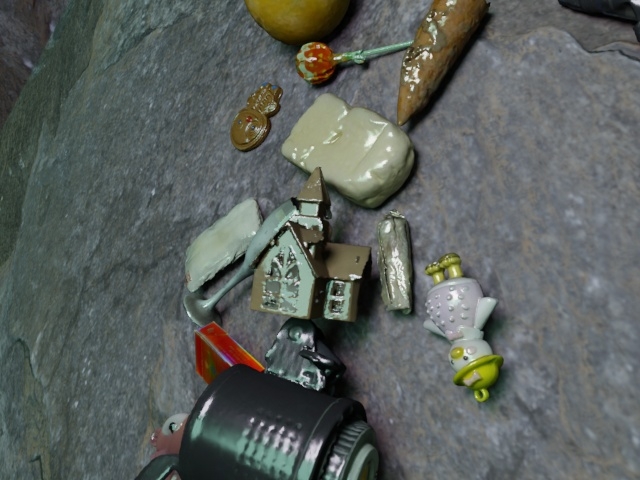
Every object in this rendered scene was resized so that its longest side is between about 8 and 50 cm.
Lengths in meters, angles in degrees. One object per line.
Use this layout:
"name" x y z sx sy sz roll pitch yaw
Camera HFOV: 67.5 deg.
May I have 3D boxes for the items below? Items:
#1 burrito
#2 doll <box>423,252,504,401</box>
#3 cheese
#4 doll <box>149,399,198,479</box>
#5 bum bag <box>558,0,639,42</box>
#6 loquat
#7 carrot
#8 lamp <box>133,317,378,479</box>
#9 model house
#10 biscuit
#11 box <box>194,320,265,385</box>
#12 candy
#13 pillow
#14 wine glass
"burrito" 0.123 0.031 0.798 0.058 0.045 0.188 -4 67 8
"doll" 0.202 0.123 0.684 0.129 0.081 0.207 -35 56 43
"cheese" 0.052 -0.169 0.893 0.263 0.093 0.159 37 99 37
"doll" -0.219 0.404 0.871 0.262 0.093 0.211 20 75 35
"bum bag" 0.467 -0.359 0.677 0.137 0.074 0.310 -52 44 24
"loquat" -0.045 -0.542 1.016 0.243 0.244 0.244 -13 66 32
"carrot" 0.199 -0.320 0.846 0.102 0.102 0.263 29 94 39
"lamp" -0.059 0.318 0.697 0.272 0.205 0.374 31 77 34
"model house" 0.000 0.000 0.795 0.176 0.181 0.248 6 88 20
"biscuit" -0.155 -0.292 1.127 0.124 0.026 0.175 29 92 38
"box" -0.170 0.244 0.895 0.175 0.048 0.112 31 128 38
"candy" 0.080 -0.377 0.976 0.287 0.084 0.078 -2 75 25
"pillow" -0.213 0.008 1.042 0.229 0.051 0.128 -36 48 18
"wine glass" -0.174 0.032 0.869 0.309 0.264 0.096 -42 63 15
